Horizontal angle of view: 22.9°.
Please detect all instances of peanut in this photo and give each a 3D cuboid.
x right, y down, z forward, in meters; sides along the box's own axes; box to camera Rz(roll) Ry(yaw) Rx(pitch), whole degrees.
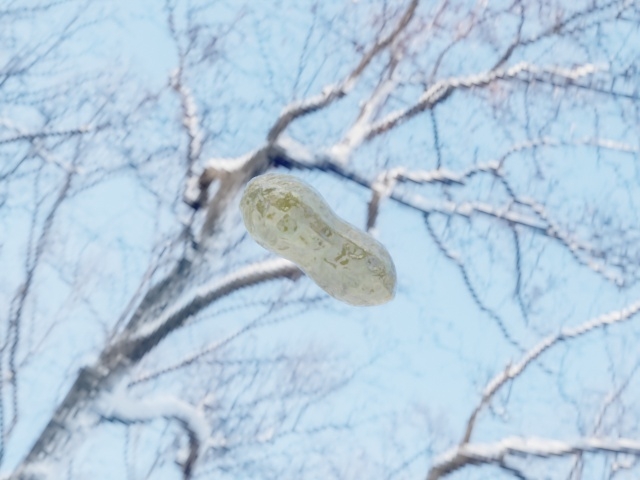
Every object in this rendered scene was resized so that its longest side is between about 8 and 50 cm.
[{"bbox_3d":[0.000,0.000,1.601,0.192,0.089,0.089,35,-55,6],"label":"peanut"}]
